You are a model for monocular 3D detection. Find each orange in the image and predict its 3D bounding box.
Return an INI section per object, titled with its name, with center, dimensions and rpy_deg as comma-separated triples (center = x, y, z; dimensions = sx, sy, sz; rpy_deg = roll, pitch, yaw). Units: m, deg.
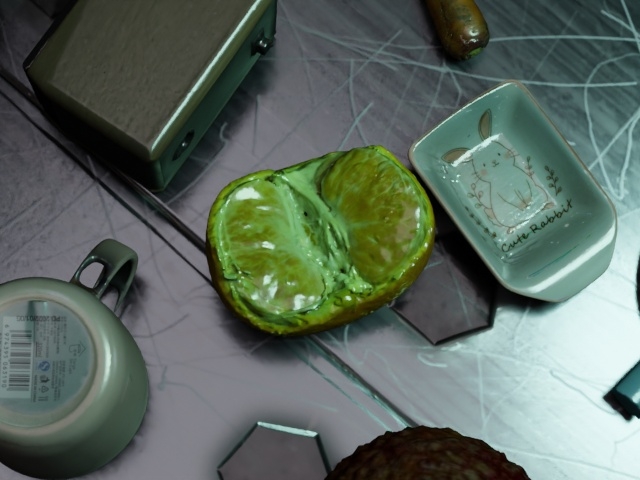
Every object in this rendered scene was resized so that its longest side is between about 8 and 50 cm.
[orange]
center = -0.002, 0.002, 1.619
dimensions = 0.237, 0.158, 0.179
rpy_deg = -23, 76, -8

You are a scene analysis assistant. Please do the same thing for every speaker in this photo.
[speaker]
center = -0.176, -0.197, 1.662
dimensions = 0.192, 0.153, 0.231
rpy_deg = 34, 78, 4

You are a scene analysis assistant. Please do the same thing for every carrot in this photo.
[carrot]
center = 0.137, -0.275, 1.746
dimensions = 0.055, 0.055, 0.161
rpy_deg = -23, 72, -7

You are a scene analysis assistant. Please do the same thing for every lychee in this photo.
[lychee]
center = 0.101, 0.315, 1.510
dimensions = 0.261, 0.260, 0.260
rpy_deg = 0, 77, -2

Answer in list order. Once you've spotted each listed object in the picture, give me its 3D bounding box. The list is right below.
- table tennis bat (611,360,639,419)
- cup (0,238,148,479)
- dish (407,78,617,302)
[table tennis bat]
center = 0.433, 0.060, 1.684
dimensions = 0.215, 0.044, 0.329
rpy_deg = 43, 77, 6
[cup]
center = -0.259, 0.109, 1.564
dimensions = 0.191, 0.200, 0.253
rpy_deg = 29, 77, 5
[dish]
center = 0.213, -0.041, 1.685
dimensions = 0.154, 0.064, 0.234
rpy_deg = -34, 80, -9
